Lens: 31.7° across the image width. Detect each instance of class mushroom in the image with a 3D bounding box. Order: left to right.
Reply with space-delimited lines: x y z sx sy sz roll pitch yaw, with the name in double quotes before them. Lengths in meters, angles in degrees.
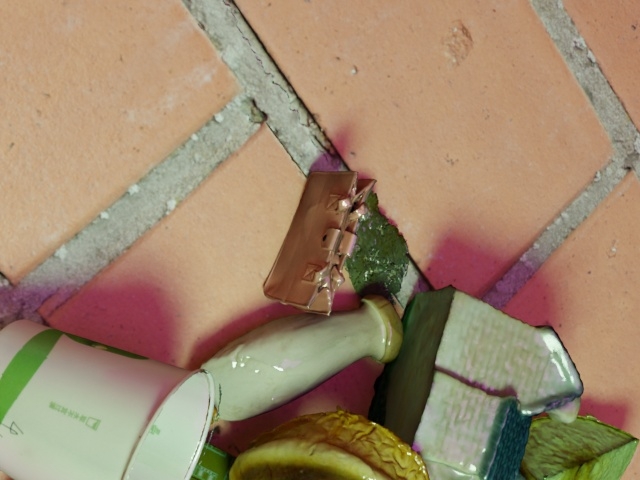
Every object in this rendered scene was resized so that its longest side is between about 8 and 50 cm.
"mushroom" -0.029 0.173 1.696 0.350 0.128 0.128 -16 100 -27

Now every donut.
"donut" 0.015 0.384 1.607 0.330 0.330 0.160 56 31 -18

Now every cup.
"cup" -0.305 0.238 1.456 0.274 0.253 0.253 20 82 14

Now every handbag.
"handbag" 0.000 0.000 1.676 0.059 0.157 0.212 23 82 -25

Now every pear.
"pear" 0.378 0.425 1.911 0.288 0.139 0.239 -11 121 -39

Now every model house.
"model house" 0.245 0.257 1.729 0.284 0.243 0.298 21 78 -8

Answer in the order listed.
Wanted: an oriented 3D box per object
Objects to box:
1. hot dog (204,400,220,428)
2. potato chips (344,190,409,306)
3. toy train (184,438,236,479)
"hot dog" -0.201 0.235 1.620 0.122 0.037 0.049 27 53 16
"potato chips" 0.087 0.013 1.787 0.142 0.026 0.209 -15 108 -34
"toy train" -0.216 0.334 1.632 0.225 0.090 0.137 34 67 -29
